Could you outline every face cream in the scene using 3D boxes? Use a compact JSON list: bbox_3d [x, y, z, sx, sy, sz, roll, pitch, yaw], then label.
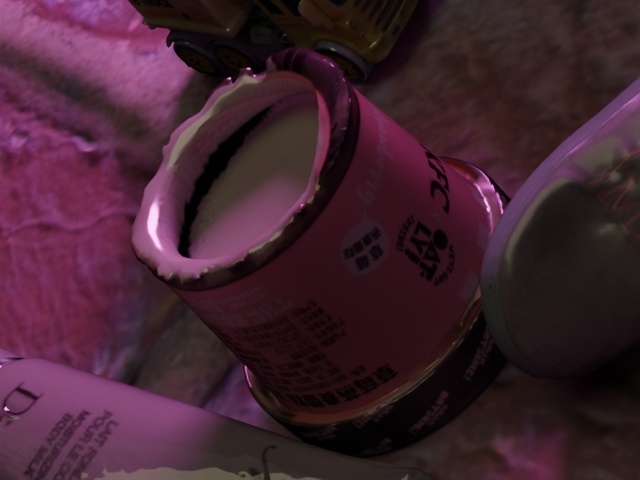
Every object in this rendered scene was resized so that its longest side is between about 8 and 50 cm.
[{"bbox_3d":[-0.090,0.125,0.906,0.314,0.089,0.143,20,72,40],"label":"face cream"}]

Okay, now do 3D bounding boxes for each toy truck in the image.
[{"bbox_3d":[-0.038,-0.154,1.070,0.191,0.116,0.085,9,65,49],"label":"toy truck"}]

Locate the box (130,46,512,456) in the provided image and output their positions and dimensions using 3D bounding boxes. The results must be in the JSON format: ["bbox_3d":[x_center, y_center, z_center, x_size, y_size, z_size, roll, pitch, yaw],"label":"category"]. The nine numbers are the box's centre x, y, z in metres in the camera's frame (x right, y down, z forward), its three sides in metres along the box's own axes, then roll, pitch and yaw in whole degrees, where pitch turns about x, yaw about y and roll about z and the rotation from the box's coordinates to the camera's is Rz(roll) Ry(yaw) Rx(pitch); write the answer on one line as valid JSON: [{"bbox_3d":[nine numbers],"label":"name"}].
[{"bbox_3d":[0.000,0.000,0.874,0.151,0.135,0.151,-28,39,25],"label":"box"}]

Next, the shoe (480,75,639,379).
[{"bbox_3d":[0.149,-0.022,0.788,0.195,0.079,0.078,-48,22,-9],"label":"shoe"}]
